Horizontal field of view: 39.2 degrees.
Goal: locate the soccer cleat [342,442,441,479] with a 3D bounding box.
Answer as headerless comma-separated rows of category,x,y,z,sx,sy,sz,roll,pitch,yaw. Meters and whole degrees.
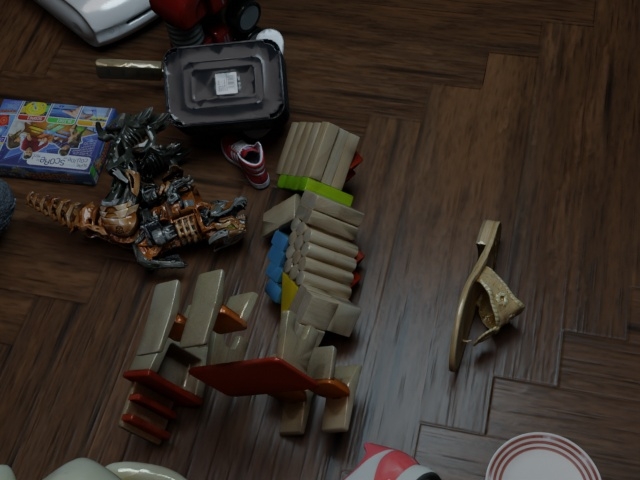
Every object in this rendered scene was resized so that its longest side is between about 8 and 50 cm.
soccer cleat,0.008,0.375,1.041,0.318,0.109,0.116,-47,42,-18

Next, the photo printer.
photo printer,-0.392,-0.490,1.621,0.307,0.107,0.256,38,68,25

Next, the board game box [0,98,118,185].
board game box,-0.442,-0.161,1.459,0.201,0.035,0.136,7,58,11

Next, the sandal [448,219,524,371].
sandal,0.236,0.072,1.205,0.079,0.088,0.240,8,54,18

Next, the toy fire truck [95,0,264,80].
toy fire truck,-0.236,-0.341,1.444,0.158,0.217,0.246,35,68,24

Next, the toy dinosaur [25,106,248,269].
toy dinosaur,-0.269,-0.065,1.320,0.322,0.164,0.218,7,73,-14

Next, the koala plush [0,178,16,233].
koala plush,-0.549,0.007,1.278,0.203,0.196,0.221,-1,53,-6

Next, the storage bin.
storage bin,-0.143,-0.234,1.381,0.180,0.084,0.122,-5,86,4

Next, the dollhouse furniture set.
dollhouse furniture set,-0.122,0.172,1.101,0.259,0.262,0.135,-13,51,39

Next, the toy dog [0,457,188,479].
toy dog,-0.241,0.455,0.936,0.395,0.285,0.408,-13,48,-44

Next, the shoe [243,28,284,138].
shoe,-0.091,-0.249,1.464,0.063,0.081,0.178,9,88,0

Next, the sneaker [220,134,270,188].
sneaker,-0.120,-0.139,1.390,0.042,0.067,0.118,-34,60,-15

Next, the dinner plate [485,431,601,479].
dinner plate,0.272,0.303,1.094,0.141,0.017,0.141,-3,57,5

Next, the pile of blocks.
pile of blocks,0.000,0.000,1.283,0.112,0.149,0.362,20,62,-32
